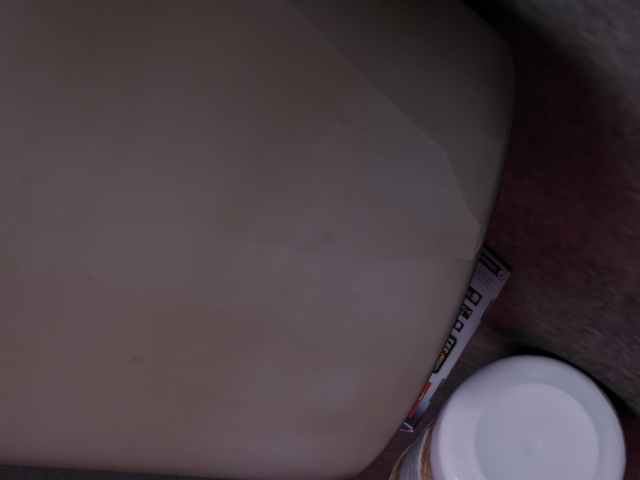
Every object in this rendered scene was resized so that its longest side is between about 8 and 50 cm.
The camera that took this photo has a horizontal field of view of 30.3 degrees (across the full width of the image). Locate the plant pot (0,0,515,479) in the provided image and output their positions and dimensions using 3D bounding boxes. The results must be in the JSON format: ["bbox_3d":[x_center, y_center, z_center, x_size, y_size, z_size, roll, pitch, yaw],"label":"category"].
[{"bbox_3d":[-0.092,-0.039,0.457,0.280,0.323,0.323,20,166,-9],"label":"plant pot"}]

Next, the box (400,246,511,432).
[{"bbox_3d":[0.000,0.000,0.649,0.207,0.114,0.036,41,163,-19],"label":"box"}]

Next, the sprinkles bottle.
[{"bbox_3d":[0.125,0.181,0.905,0.121,0.121,0.355,32,164,7],"label":"sprinkles bottle"}]
